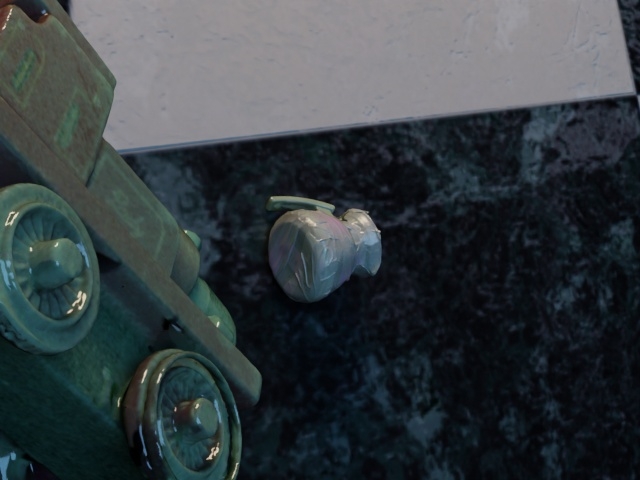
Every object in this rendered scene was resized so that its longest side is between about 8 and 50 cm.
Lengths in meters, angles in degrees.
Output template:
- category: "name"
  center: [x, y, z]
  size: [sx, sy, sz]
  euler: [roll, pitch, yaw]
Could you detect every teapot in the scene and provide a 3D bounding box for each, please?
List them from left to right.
- category: "teapot"
  center: [0.000, 0.000, 0.835]
  size: [0.064, 0.064, 0.083]
  euler: [-12, 57, -38]

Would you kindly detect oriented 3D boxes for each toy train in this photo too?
- category: "toy train"
  center: [-0.142, 0.023, 0.676]
  size: [0.304, 0.150, 0.222]
  euler: [54, 30, -37]
